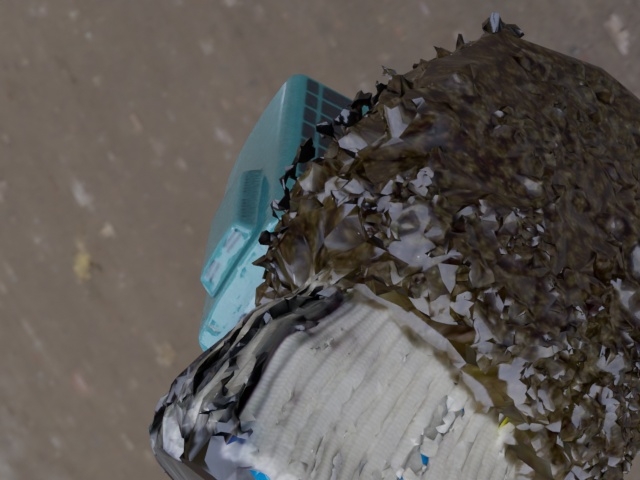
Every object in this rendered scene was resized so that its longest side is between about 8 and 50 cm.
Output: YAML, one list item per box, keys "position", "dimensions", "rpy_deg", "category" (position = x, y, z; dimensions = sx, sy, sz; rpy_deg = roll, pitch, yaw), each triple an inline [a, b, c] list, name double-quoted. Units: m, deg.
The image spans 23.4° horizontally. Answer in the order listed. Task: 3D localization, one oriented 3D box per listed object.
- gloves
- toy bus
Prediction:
- position: [0.074, 0.026, 0.619]
  dimensions: [0.210, 0.312, 0.135]
  rpy_deg: [33, 143, -6]
  category: "gloves"
- position: [0.000, 0.000, 1.052]
  dimensions: [0.147, 0.256, 0.128]
  rpy_deg: [27, 116, -11]
  category: "toy bus"
